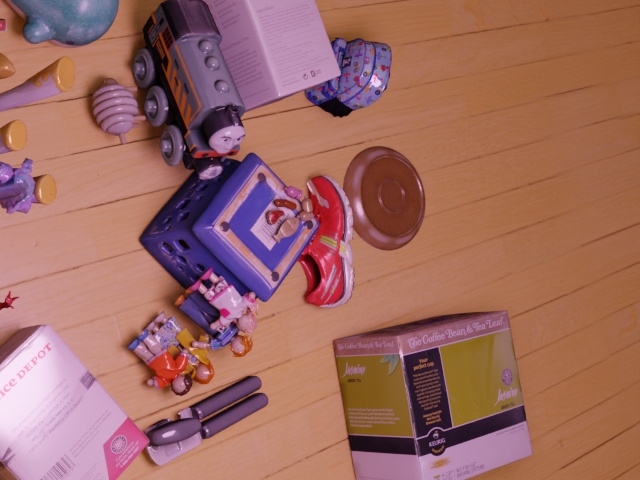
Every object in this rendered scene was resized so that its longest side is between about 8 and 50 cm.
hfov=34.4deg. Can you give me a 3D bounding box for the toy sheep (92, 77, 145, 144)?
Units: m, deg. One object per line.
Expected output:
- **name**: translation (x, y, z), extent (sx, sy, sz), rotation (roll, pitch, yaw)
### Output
- **toy sheep**: translation (-0.372, -0.238, 1.889), extent (0.091, 0.091, 0.132), rotation (-8, 71, -38)

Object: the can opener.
- **can opener**: translation (-0.207, 0.335, 1.930), extent (0.280, 0.093, 0.074), rotation (-24, 97, -42)

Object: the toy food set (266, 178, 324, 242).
- **toy food set**: translation (-0.054, -0.057, 1.878), extent (0.122, 0.019, 0.078), rotation (-36, 104, -27)

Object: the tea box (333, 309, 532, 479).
- **tea box**: translation (0.239, 0.332, 2.180), extent (0.329, 0.220, 0.324), rotation (-7, 88, -38)

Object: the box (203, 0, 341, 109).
- **box**: translation (-0.138, -0.439, 2.016), extent (0.168, 0.215, 0.345), rotation (-25, 99, -37)

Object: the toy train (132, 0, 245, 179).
- **toy train**: translation (-0.237, -0.281, 1.894), extent (0.142, 0.190, 0.334), rotation (-6, 64, -36)

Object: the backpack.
- **backpack**: translation (0.067, -0.354, 2.183), extent (0.117, 0.173, 0.158), rotation (21, 72, -33)

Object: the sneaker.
- **sneaker**: translation (0.000, 0.000, 2.127), extent (0.118, 0.107, 0.279), rotation (-2, 82, -28)

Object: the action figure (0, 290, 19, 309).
- **action figure**: translation (-0.583, 0.154, 1.644), extent (0.091, 0.139, 0.280), rotation (35, 62, -30)

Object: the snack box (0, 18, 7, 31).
- **snack box**: translation (-0.622, -0.350, 1.729), extent (0.178, 0.064, 0.022), rotation (-20, 115, -37)

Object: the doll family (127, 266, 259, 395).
- **doll family**: translation (-0.214, 0.171, 1.897), extent (0.263, 0.118, 0.163), rotation (-43, 96, 8)

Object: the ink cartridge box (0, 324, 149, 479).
- **ink cartridge box**: translation (-0.458, 0.307, 1.720), extent (0.207, 0.117, 0.283), rotation (-48, 112, -32)

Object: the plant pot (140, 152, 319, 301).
- **plant pot**: translation (-0.154, -0.016, 1.942), extent (0.236, 0.212, 0.236), rotation (47, 59, -21)

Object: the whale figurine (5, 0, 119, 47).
- **whale figurine**: translation (-0.478, -0.450, 1.804), extent (0.272, 0.141, 0.216), rotation (20, 72, -35)

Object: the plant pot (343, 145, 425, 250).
- **plant pot**: translation (0.152, -0.096, 2.298), extent (0.236, 0.032, 0.236), rotation (7, 79, -37)

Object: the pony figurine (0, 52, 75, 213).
- **pony figurine**: translation (-0.569, -0.135, 1.586), extent (0.303, 0.363, 0.351), rotation (20, 74, -62)
